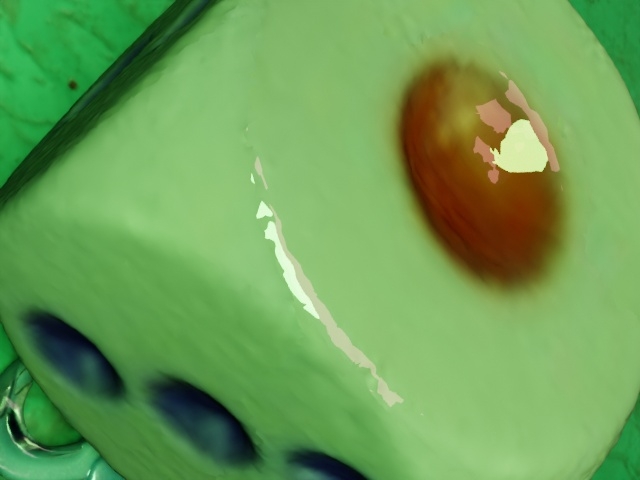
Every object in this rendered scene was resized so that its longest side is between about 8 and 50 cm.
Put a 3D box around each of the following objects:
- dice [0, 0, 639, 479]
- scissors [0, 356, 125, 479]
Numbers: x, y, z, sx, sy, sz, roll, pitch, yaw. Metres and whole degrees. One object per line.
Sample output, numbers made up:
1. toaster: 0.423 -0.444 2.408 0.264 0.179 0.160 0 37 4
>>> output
1. dice: 0.000 0.000 0.588 0.259 0.251 0.243 47 55 -16
2. scissors: -0.026 0.140 0.724 0.392 0.032 0.180 2 87 -36
